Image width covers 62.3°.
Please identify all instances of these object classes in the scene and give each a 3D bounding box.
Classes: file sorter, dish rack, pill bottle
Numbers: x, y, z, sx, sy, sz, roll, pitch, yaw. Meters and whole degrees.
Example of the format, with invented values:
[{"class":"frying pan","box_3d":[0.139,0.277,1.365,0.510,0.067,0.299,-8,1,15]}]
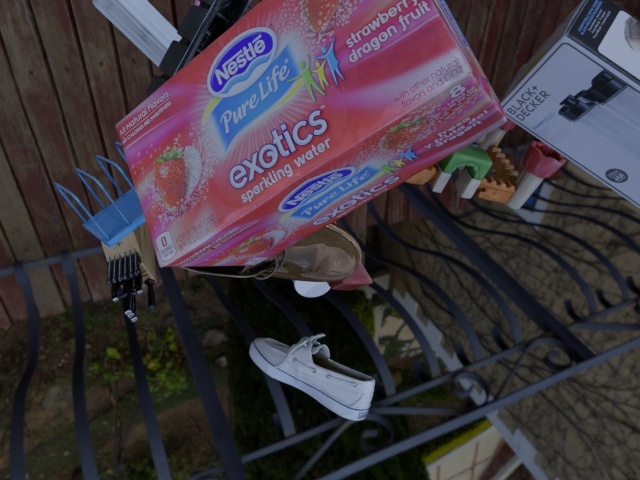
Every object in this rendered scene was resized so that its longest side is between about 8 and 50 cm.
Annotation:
[{"class":"file sorter","box_3d":[-0.329,-0.094,0.882,0.170,0.118,0.105,-42,130,-23]},{"class":"dish rack","box_3d":[-0.112,-0.232,0.776,0.208,0.074,0.271,-58,152,8]},{"class":"pill bottle","box_3d":[-0.034,0.043,1.385,0.119,0.209,0.119,-6,127,-8]}]

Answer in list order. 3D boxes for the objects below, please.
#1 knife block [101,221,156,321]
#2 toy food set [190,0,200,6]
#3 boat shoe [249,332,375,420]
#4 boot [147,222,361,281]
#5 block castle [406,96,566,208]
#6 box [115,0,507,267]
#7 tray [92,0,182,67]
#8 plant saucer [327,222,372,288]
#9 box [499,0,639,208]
[{"class":"knife block","box_3d":[-0.490,0.077,1.407,0.088,0.275,0.242,-16,95,-3]},{"class":"toy food set","box_3d":[-0.268,-0.506,1.149,0.019,0.122,0.078,9,156,-22]},{"class":"boat shoe","box_3d":[-0.020,0.303,1.361,0.135,0.367,0.157,1,109,-57]},{"class":"boot","box_3d":[-0.072,0.019,0.688,0.305,0.115,0.112,14,116,-26]},{"class":"block castle","box_3d":[0.313,-0.269,1.241,0.452,0.303,0.213,10,129,-19]},{"class":"box","box_3d":[-0.016,-0.105,0.468,0.299,0.154,0.142,-28,165,25]},{"class":"tray","box_3d":[-0.311,-0.372,0.959,0.270,0.145,0.030,43,69,-18]},{"class":"plant saucer","box_3d":[0.000,0.000,1.124,0.047,0.259,0.259,-31,176,-9]},{"class":"box","box_3d":[0.391,-0.153,0.663,0.087,0.290,0.169,-54,179,-18]}]
